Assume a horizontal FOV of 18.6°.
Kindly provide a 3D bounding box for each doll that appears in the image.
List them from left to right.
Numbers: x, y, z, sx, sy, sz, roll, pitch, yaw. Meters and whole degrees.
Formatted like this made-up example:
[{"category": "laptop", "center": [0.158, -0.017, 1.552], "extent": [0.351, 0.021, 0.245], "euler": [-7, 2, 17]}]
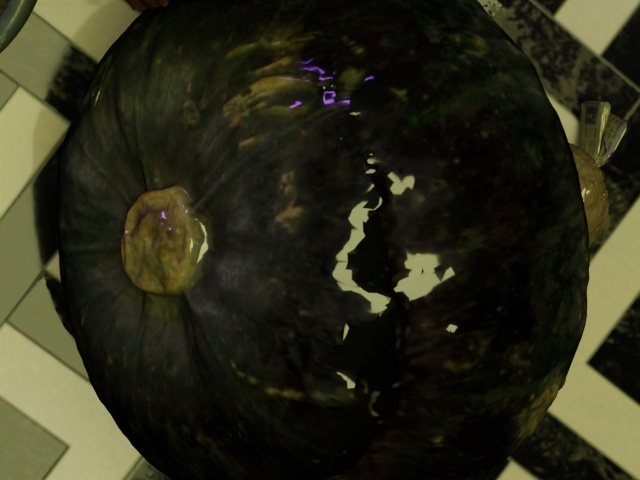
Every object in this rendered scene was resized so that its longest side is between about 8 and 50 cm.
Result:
[{"category": "doll", "center": [0.193, -0.027, 1.701], "extent": [0.221, 0.115, 0.105], "euler": [-38, 96, -12]}]

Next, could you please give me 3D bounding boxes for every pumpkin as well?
[{"category": "pumpkin", "center": [0.000, 0.000, 1.505], "extent": [0.344, 0.454, 0.454], "euler": [-6, 100, -44]}]

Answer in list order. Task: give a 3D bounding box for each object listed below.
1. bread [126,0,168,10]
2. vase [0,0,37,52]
[{"category": "bread", "center": [-0.098, -0.356, 1.399], "extent": [0.215, 0.398, 0.398], "euler": [32, 90, -7]}, {"category": "vase", "center": [-0.344, -0.204, 1.539], "extent": [0.251, 0.156, 0.301], "euler": [27, 98, 14]}]
